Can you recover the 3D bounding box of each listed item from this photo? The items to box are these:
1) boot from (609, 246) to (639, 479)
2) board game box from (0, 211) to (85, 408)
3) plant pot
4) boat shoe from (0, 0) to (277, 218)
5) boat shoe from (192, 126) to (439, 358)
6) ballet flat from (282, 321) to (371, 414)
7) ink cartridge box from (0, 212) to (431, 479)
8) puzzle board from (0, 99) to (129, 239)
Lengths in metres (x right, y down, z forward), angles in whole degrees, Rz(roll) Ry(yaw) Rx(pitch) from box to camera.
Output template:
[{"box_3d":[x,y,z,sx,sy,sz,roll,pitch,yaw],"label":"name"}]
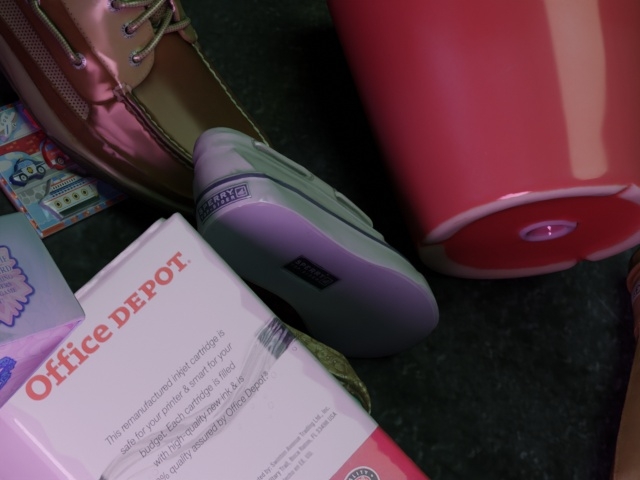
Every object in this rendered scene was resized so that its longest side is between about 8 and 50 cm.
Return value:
[{"box_3d":[0.334,0.147,1.587,0.236,0.089,0.269,20,46,-10],"label":"boot"},{"box_3d":[-0.309,0.125,0.899,0.318,0.319,0.066,-17,70,-46],"label":"board game box"},{"box_3d":[0.150,-0.114,1.522,0.275,0.275,0.243,5,67,-37],"label":"plant pot"},{"box_3d":[-0.155,-0.150,1.367,0.324,0.120,0.122,42,42,-5],"label":"boat shoe"},{"box_3d":[0.000,0.000,1.369,0.258,0.095,0.084,44,26,-52],"label":"boat shoe"},{"box_3d":[-0.058,0.070,1.349,0.206,0.073,0.067,35,16,-17],"label":"ballet flat"},{"box_3d":[-0.078,0.130,1.212,0.237,0.100,0.172,46,61,-1],"label":"ink cartridge box"},{"box_3d":[-0.176,-0.061,1.381,0.096,0.011,0.128,53,42,7],"label":"puzzle board"}]
